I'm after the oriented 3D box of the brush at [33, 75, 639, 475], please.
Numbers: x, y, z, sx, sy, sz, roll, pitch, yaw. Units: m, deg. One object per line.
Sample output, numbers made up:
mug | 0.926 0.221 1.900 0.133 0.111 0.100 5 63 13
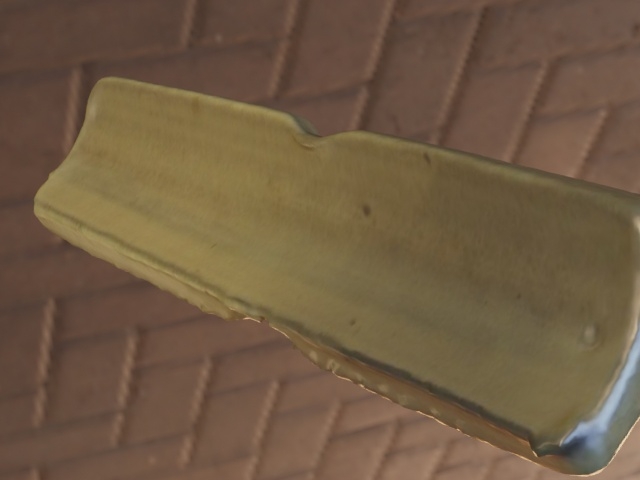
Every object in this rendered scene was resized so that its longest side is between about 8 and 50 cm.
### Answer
brush | 0.000 0.000 0.471 0.048 0.054 0.282 22 178 -27
